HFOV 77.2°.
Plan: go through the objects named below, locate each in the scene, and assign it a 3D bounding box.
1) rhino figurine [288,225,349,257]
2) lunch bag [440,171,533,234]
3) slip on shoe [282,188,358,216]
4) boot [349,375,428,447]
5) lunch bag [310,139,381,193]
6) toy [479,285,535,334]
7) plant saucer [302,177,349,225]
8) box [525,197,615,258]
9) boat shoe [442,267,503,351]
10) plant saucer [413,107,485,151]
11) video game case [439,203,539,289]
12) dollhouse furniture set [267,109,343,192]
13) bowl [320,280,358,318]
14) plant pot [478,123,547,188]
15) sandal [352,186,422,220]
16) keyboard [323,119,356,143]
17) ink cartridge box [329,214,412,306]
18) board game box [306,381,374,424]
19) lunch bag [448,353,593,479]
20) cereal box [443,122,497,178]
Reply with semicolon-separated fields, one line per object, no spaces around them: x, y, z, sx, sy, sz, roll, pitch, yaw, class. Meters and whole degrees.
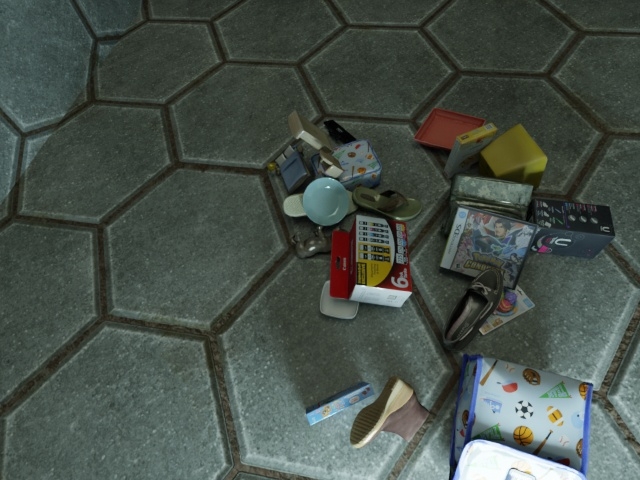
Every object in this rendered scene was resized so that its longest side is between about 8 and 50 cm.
0.000;0.000;1.627;0.243;0.073;0.106;-14;78;-5;rhino figurine
0.645;-0.118;1.562;0.305;0.212;0.256;12;104;13;lunch bag
0.000;-0.156;1.707;0.331;0.101;0.123;-6;91;-11;slip on shoe
0.217;0.555;1.204;0.248;0.207;0.090;-46;25;-21;boot
0.118;-0.326;1.797;0.303;0.115;0.243;-18;56;-5;lunch bag
0.643;0.224;1.445;0.237;0.056;0.137;-26;61;-10;toy
0.020;-0.158;1.641;0.195;0.037;0.195;0;92;-12;plant saucer
0.922;-0.045;1.520;0.270;0.165;0.143;7;59;10;box
0.525;0.229;1.375;0.112;0.095;0.335;27;80;39;boat shoe
0.605;-0.507;1.885;0.258;0.047;0.259;23;61;23;plant saucer
0.603;0.021;1.456;0.275;0.035;0.248;18;103;17;video game case
-0.113;-0.330;1.698;0.303;0.198;0.286;-39;52;26;dollhouse furniture set
0.073;0.226;1.496;0.142;0.053;0.142;7;59;8;bowl
0.788;-0.318;1.689;0.187;0.212;0.212;-22;59;7;plant pot
0.283;-0.163;1.678;0.303;0.086;0.120;13;60;-5;sandal
0.082;-0.527;1.976;0.100;0.038;0.192;-21;55;-35;keyboard
0.181;0.070;1.492;0.272;0.130;0.309;8;55;-7;ink cartridge box
0.057;0.507;1.263;0.211;0.160;0.039;-23;75;-8;board game box
0.563;0.557;1.155;0.328;0.239;0.385;13;77;12;lunch bag
0.630;-0.376;1.704;0.173;0.240;0.047;-24;64;-9;cereal box
